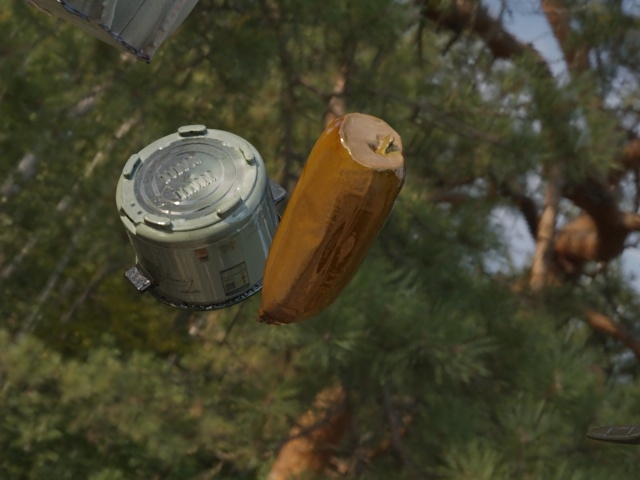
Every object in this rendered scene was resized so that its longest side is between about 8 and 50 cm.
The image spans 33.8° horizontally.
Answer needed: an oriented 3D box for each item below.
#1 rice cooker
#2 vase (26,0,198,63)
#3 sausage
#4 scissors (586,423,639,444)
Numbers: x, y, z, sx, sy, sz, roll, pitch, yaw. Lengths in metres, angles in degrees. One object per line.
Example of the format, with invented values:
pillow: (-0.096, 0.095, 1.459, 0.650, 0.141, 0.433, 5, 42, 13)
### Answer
rice cooker: (-0.178, -0.027, 1.590, 0.241, 0.280, 0.227, 40, -24, 33)
vase: (-0.177, -0.438, 1.183, 0.250, 0.445, 0.250, 29, -3, 2)
sausage: (-0.002, 0.004, 1.133, 0.112, 0.112, 0.328, 28, -48, 0)
scissors: (0.367, 0.220, 1.192, 0.017, 0.088, 0.220, 44, -21, -8)
